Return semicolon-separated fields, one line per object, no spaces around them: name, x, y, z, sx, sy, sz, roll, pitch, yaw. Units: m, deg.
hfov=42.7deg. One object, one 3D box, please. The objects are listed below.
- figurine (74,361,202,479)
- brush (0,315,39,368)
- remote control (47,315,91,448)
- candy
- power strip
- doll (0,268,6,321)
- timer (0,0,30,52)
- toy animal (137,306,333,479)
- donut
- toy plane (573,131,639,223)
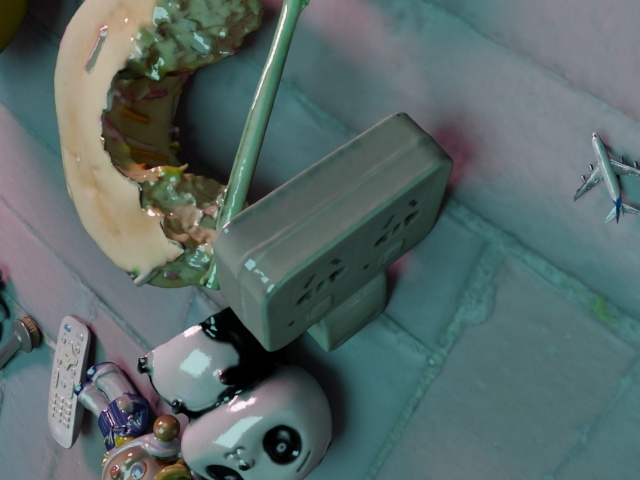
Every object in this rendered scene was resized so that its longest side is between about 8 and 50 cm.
figurine;-0.278;0.316;1.213;0.274;0.133;0.194;27;96;36
brush;-0.563;0.205;1.466;0.266;0.027;0.062;-36;81;43
remote control;-0.404;0.234;1.335;0.073;0.044;0.229;25;110;36
candy;-0.046;-0.162;0.805;0.119;0.119;0.440;17;93;33
power strip;0.000;0.000;0.837;0.141;0.229;0.261;48;162;20
doll;-0.603;0.105;1.442;0.120;0.075;0.179;1;132;0
timer;-0.546;-0.410;1.066;0.376;0.376;0.386;3;89;37
toy animal;-0.090;0.195;0.994;0.187;0.165;0.235;-31;81;23
donut;-0.184;-0.135;0.953;0.307;0.150;0.371;5;99;42
toy plane;0.259;-0.057;0.733;0.078;0.024;0.084;-17;87;41
